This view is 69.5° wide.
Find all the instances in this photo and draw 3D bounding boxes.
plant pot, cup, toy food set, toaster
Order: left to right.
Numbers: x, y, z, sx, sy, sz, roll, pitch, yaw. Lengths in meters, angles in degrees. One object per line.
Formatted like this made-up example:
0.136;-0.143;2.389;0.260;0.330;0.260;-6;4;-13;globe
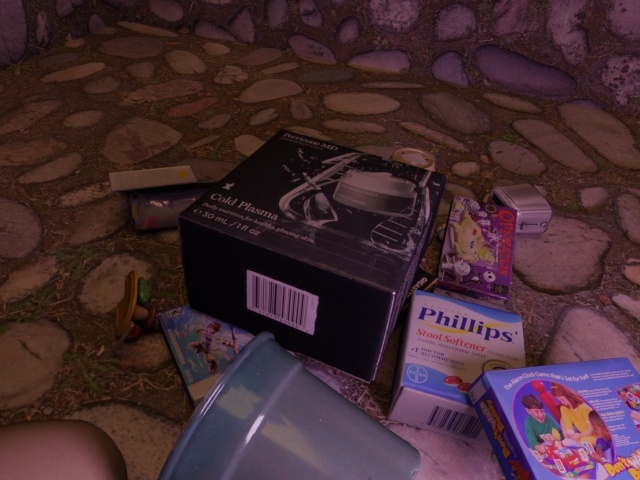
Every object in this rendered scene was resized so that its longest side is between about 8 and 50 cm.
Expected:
-0.446;0.413;0.706;0.331;0.331;0.237;20;17;15;cup
-0.446;0.172;1.126;0.071;0.128;0.218;21;29;-32;toy food set
-0.036;0.382;0.776;0.334;0.341;0.341;27;44;12;plant pot
0.262;-0.142;1.455;0.257;0.274;0.256;4;39;-3;plant pot
0.681;-0.117;1.599;0.146;0.129;0.227;-5;43;-10;toaster

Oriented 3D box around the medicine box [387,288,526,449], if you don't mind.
0.312;0.285;1.055;0.264;0.149;0.289;13;41;8;medicine box

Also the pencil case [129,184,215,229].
-0.445;-0.107;1.429;0.273;0.124;0.113;-7;37;-17;pencil case

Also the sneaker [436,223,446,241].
0.477;-0.008;1.498;0.191;0.071;0.083;-5;50;-4;sneaker

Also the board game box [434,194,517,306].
0.479;0.019;1.410;0.208;0.056;0.346;17;55;6;board game box

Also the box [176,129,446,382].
0.000;0.000;1.127;0.480;0.297;0.471;19;40;15;box

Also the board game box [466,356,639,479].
0.481;0.348;0.849;0.347;0.078;0.233;0;47;-17;board game box

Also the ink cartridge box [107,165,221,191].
-0.481;-0.196;1.457;0.307;0.072;0.303;-10;7;-15;ink cartridge box

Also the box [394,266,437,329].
0.122;0.136;1.260;0.257;0.079;0.322;34;47;31;box

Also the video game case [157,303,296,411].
-0.227;0.240;1.099;0.244;0.061;0.269;-17;45;-27;video game case
